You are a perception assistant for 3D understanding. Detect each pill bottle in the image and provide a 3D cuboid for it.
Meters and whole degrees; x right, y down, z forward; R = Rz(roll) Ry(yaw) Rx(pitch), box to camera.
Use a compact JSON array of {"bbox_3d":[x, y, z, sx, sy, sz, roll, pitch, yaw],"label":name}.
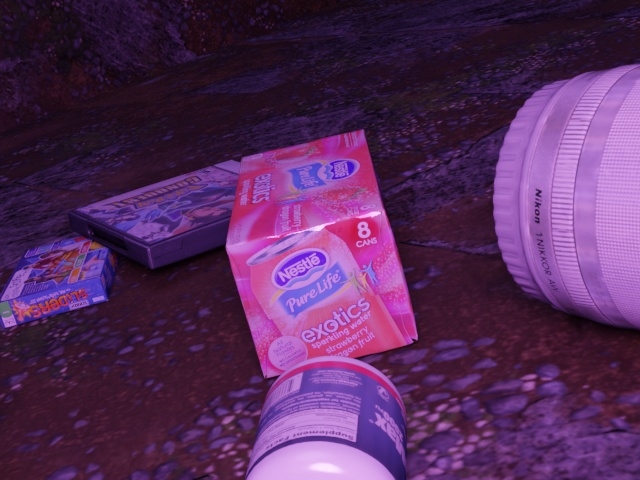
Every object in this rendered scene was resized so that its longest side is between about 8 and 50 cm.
[{"bbox_3d":[0.004,0.163,0.670,0.108,0.108,0.180,-12,21,10],"label":"pill bottle"}]

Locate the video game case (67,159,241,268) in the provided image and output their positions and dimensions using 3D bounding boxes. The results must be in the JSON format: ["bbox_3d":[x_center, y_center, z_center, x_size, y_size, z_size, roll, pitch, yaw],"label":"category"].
[{"bbox_3d":[-0.168,-0.044,1.393,0.275,0.035,0.248,-21,24,-31],"label":"video game case"}]

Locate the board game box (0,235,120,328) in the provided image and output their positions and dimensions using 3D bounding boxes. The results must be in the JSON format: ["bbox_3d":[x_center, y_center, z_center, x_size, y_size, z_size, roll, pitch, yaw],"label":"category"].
[{"bbox_3d":[-0.338,0.044,1.340,0.136,0.035,0.201,-15,20,1],"label":"board game box"}]

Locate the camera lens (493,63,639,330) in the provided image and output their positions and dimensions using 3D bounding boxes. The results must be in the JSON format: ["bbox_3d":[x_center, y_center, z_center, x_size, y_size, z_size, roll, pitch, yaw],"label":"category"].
[{"bbox_3d":[0.304,-0.030,0.802,0.219,0.219,0.274,-31,25,-36],"label":"camera lens"}]

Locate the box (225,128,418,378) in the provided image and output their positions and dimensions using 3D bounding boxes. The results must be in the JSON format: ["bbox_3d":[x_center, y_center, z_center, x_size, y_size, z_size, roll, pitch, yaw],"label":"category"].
[{"bbox_3d":[0.000,0.000,1.055,0.154,0.142,0.300,-13,20,4],"label":"box"}]
